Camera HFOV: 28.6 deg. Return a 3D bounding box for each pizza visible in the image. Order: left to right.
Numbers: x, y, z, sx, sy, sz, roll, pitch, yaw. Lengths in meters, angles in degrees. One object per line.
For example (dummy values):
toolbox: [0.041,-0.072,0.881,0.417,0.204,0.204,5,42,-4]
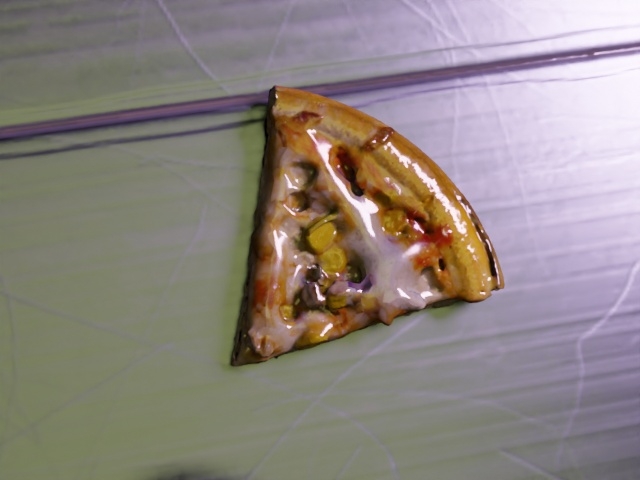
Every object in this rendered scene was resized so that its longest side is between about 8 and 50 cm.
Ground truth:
pizza: [0.000,0.000,0.760,0.176,0.036,0.185,-38,90,-10]
